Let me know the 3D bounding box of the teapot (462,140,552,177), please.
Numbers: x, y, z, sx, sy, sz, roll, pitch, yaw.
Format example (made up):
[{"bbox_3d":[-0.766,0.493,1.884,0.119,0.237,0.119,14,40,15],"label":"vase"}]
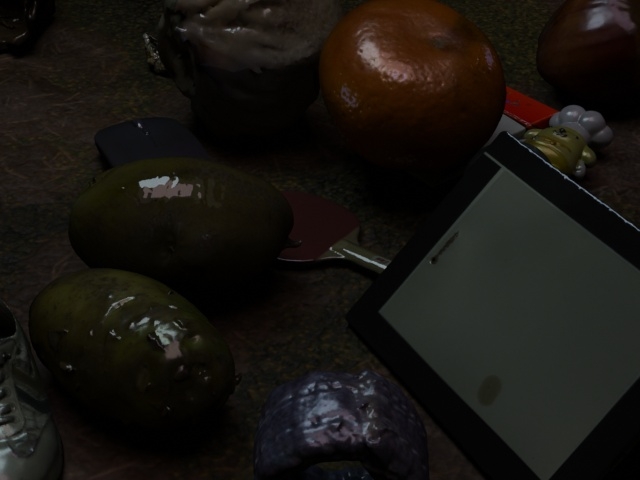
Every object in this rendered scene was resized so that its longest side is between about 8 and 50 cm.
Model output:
[{"bbox_3d":[0.246,-0.072,1.332,0.149,0.111,0.108,2,21,12],"label":"teapot"}]

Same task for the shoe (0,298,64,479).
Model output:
[{"bbox_3d":[-0.308,0.141,1.029,0.103,0.098,0.275,-16,39,-16],"label":"shoe"}]

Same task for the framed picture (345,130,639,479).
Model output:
[{"bbox_3d":[0.192,0.070,1.052,0.265,0.016,0.347,-51,44,6],"label":"framed picture"}]

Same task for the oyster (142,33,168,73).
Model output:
[{"bbox_3d":[-0.236,-0.275,1.650,0.038,0.081,0.083,-41,14,-15],"label":"oyster"}]

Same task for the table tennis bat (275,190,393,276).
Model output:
[{"bbox_3d":[0.000,0.000,1.303,0.246,0.022,0.138,25,42,33],"label":"table tennis bat"}]

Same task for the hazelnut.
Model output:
[{"bbox_3d":[0.416,-0.279,1.583,0.186,0.210,0.210,28,37,-3],"label":"hazelnut"}]

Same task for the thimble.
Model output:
[{"bbox_3d":[0.018,0.187,0.923,0.150,0.150,0.098,0,32,0],"label":"thimble"}]

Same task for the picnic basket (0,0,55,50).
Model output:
[{"bbox_3d":[-0.542,-0.430,1.670,0.254,0.291,0.321,6,23,6],"label":"picnic basket"}]

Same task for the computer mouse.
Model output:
[{"bbox_3d":[-0.209,-0.101,1.408,0.120,0.057,0.232,-14,38,-20],"label":"computer mouse"}]

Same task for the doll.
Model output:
[{"bbox_3d":[0.315,-0.124,1.443,0.106,0.062,0.162,27,42,26],"label":"doll"}]

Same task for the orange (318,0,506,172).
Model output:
[{"bbox_3d":[0.111,-0.189,1.369,0.240,0.171,0.240,4,54,-6],"label":"orange"}]

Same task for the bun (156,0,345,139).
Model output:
[{"bbox_3d":[-0.106,-0.267,1.467,0.281,0.282,0.205,26,44,32],"label":"bun"}]

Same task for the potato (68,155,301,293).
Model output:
[{"bbox_3d":[-0.144,-0.017,1.203,0.251,0.159,0.174,8,25,-3],"label":"potato"}]

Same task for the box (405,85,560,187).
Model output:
[{"bbox_3d":[0.193,-0.150,1.502,0.245,0.035,0.139,-25,42,-30],"label":"box"}]

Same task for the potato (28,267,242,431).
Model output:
[{"bbox_3d":[-0.184,0.103,1.075,0.251,0.113,0.149,19,44,37],"label":"potato"}]
